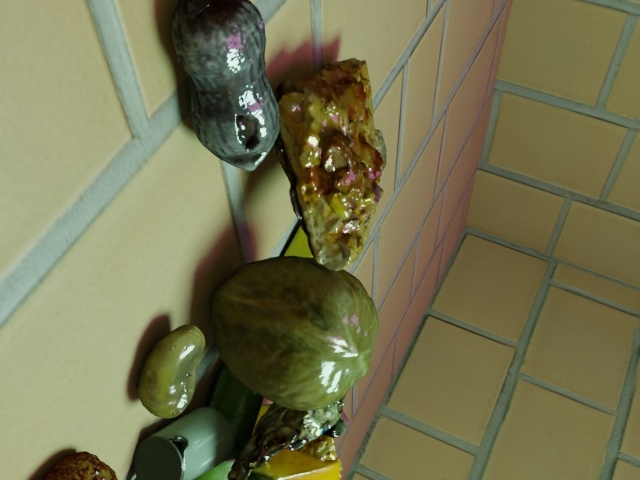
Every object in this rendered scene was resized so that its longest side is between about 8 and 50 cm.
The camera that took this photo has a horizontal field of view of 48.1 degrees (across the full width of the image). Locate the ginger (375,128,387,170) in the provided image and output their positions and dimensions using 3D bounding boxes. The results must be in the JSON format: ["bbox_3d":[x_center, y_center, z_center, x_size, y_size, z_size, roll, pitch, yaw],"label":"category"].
[{"bbox_3d":[0.119,-0.207,1.604,0.173,0.051,0.069,55,52,-64],"label":"ginger"}]

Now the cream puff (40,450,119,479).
[{"bbox_3d":[-0.301,0.335,0.874,0.149,0.084,0.149,-54,155,-38],"label":"cream puff"}]

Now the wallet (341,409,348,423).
[{"bbox_3d":[-0.023,0.283,1.469,0.025,0.232,0.119,-36,168,12],"label":"wallet"}]

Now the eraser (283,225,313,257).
[{"bbox_3d":[0.000,0.000,1.431,0.226,0.069,0.158,-62,161,-23],"label":"eraser"}]

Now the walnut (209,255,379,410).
[{"bbox_3d":[-0.048,0.135,1.116,0.227,0.283,0.283,-63,162,-16],"label":"walnut"}]

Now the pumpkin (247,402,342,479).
[{"bbox_3d":[-0.083,0.473,1.418,0.303,0.256,0.225,-117,-148,-71],"label":"pumpkin"}]

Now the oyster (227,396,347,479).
[{"bbox_3d":[-0.047,0.308,1.186,0.259,0.092,0.198,-29,179,-14],"label":"oyster"}]

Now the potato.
[{"bbox_3d":[-0.208,0.179,0.998,0.091,0.070,0.138,-1,109,-66],"label":"potato"}]

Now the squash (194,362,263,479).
[{"bbox_3d":[-0.180,0.365,1.259,0.379,0.101,0.101,-69,163,-2],"label":"squash"}]

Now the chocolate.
[{"bbox_3d":[-0.107,-0.184,0.834,0.110,0.110,0.248,-58,160,-33],"label":"chocolate"}]

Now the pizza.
[{"bbox_3d":[0.023,-0.150,1.119,0.278,0.114,0.409,52,34,-45],"label":"pizza"}]

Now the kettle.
[{"bbox_3d":[-0.223,0.330,1.123,0.148,0.127,0.098,-10,88,-68],"label":"kettle"}]
